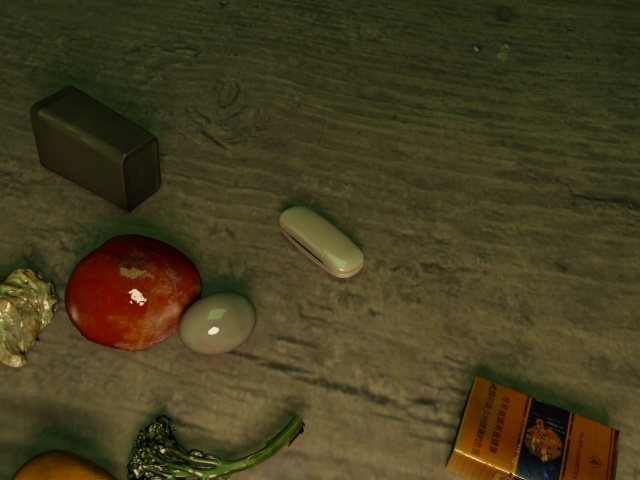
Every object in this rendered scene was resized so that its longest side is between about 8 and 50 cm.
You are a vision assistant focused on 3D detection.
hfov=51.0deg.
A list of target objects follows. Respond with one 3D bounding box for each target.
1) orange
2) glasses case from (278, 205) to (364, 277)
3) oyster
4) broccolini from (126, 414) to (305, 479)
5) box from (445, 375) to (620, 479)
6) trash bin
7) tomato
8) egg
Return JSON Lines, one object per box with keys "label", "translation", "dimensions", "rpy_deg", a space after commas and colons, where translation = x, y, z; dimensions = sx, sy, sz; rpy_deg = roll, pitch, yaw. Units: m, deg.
{"label": "orange", "translation": [-0.335, 0.349, 0.874], "dimensions": [0.155, 0.154, 0.134], "rpy_deg": [25, 65, 16]}
{"label": "glasses case", "translation": [0.000, 0.000, 1.330], "dimensions": [0.081, 0.051, 0.204], "rpy_deg": [-29, 55, -32]}
{"label": "oyster", "translation": [-0.515, 0.121, 1.124], "dimensions": [0.163, 0.081, 0.191], "rpy_deg": [-18, 68, -32]}
{"label": "broccolini", "translation": [-0.159, 0.299, 1.006], "dimensions": [0.272, 0.062, 0.123], "rpy_deg": [-15, 64, -14]}
{"label": "box", "translation": [0.331, 0.325, 1.043], "dimensions": [0.237, 0.070, 0.152], "rpy_deg": [21, 46, 11]}
{"label": "trash bin", "translation": [-0.455, -0.188, 1.378], "dimensions": [0.241, 0.164, 0.122], "rpy_deg": [28, 49, 18]}
{"label": "tomato", "translation": [-0.317, 0.069, 1.159], "dimensions": [0.200, 0.139, 0.233], "rpy_deg": [37, 51, 18]}
{"label": "egg", "translation": [-0.173, 0.140, 1.132], "dimensions": [0.135, 0.103, 0.103], "rpy_deg": [-22, 52, -24]}
